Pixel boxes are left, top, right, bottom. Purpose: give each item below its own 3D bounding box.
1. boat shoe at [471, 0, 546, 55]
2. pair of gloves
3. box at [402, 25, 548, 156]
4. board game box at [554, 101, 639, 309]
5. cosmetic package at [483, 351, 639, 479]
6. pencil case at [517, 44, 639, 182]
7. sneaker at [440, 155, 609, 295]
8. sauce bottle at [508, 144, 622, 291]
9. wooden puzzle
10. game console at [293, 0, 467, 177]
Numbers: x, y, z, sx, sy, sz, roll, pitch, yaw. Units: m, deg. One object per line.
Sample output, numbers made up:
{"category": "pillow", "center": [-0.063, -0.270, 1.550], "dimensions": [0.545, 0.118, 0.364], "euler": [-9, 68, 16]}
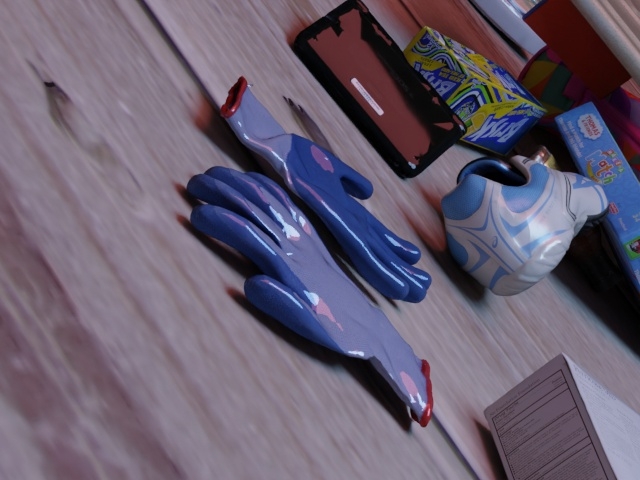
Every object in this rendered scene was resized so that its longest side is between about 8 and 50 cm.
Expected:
{"category": "boat shoe", "center": [0.184, -0.349, 1.642], "dimensions": [0.302, 0.094, 0.109], "euler": [50, 19, 1]}
{"category": "pair of gloves", "center": [0.000, 0.000, 0.701], "dimensions": [0.159, 0.023, 0.198], "euler": [45, 21, -20]}
{"category": "box", "center": [0.116, -0.113, 1.110], "dimensions": [0.059, 0.054, 0.169], "euler": [49, 18, 22]}
{"category": "board game box", "center": [0.259, 0.013, 1.142], "dimensions": [0.211, 0.039, 0.160], "euler": [58, 10, -39]}
{"category": "cosmetic package", "center": [0.189, 0.162, 0.758], "dimensions": [0.239, 0.060, 0.099], "euler": [38, 25, -33]}
{"category": "pencil case", "center": [0.298, -0.115, 1.454], "dimensions": [0.236, 0.104, 0.104], "euler": [29, 28, -41]}
{"category": "sneaker", "center": [0.137, -0.025, 0.954], "dimensions": [0.086, 0.085, 0.237], "euler": [56, 18, 2]}
{"category": "sauce bottle", "center": [0.196, -0.015, 1.135], "dimensions": [0.128, 0.042, 0.042], "euler": [56, 18, -11]}
{"category": "wooden puzzle", "center": [0.293, -0.132, 1.246], "dimensions": [0.348, 0.080, 0.322], "euler": [47, 21, 4]}
{"category": "game console", "center": [0.035, -0.098, 0.976], "dimensions": [0.122, 0.071, 0.107], "euler": [49, 49, 0]}
